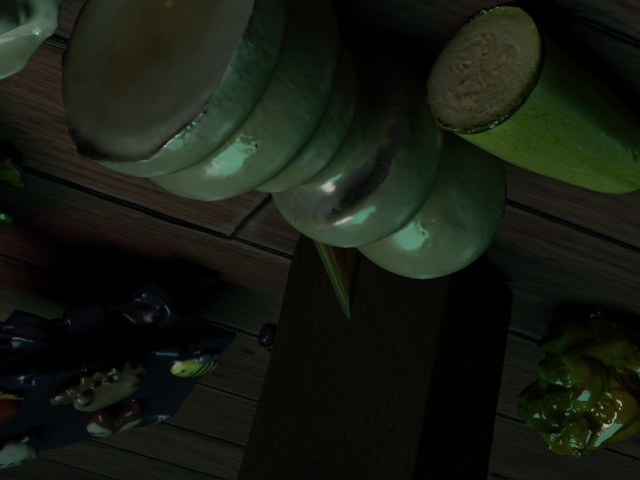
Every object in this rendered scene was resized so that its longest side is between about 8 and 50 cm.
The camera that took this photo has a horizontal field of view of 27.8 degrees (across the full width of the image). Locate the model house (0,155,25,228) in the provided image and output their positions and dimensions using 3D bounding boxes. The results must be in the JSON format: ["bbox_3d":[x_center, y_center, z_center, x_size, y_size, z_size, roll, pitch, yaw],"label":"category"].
[{"bbox_3d":[-0.460,-0.002,1.207,0.357,0.242,0.313,3,158,17],"label":"model house"}]

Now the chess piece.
[{"bbox_3d":[0.003,-0.074,0.892,0.182,0.182,0.330,-9,154,41],"label":"chess piece"}]

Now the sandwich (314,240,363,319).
[{"bbox_3d":[0.000,0.000,1.108,0.074,0.116,0.074,10,156,6],"label":"sandwich"}]

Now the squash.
[{"bbox_3d":[0.183,-0.079,0.894,0.224,0.094,0.094,22,156,-36],"label":"squash"}]

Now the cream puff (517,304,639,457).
[{"bbox_3d":[0.273,0.150,1.286,0.121,0.156,0.156,20,163,31],"label":"cream puff"}]

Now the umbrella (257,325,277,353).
[{"bbox_3d":[-0.025,0.137,1.543,0.036,0.031,0.133,-29,137,26],"label":"umbrella"}]

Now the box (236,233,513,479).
[{"bbox_3d":[0.054,0.138,1.195,0.184,0.273,0.143,-4,152,33],"label":"box"}]

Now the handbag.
[{"bbox_3d":[-0.275,0.152,1.430,0.303,0.122,0.329,-13,165,-26],"label":"handbag"}]

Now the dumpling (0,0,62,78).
[{"bbox_3d":[-0.259,-0.189,0.847,0.179,0.131,0.252,-5,136,-7],"label":"dumpling"}]
